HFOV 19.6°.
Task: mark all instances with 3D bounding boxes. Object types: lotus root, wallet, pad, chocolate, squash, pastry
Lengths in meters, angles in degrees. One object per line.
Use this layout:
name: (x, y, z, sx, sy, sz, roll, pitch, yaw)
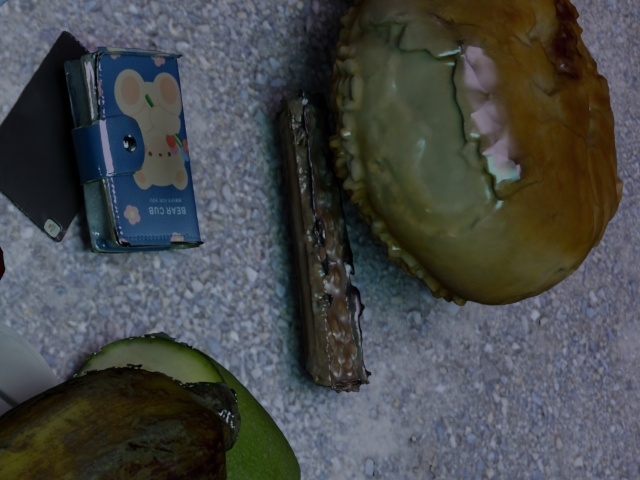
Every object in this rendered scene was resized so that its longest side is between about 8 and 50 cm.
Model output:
lotus root: (-0.218, 0.229, 1.540, 0.196, 0.179, 0.397, 46, 49, 15)
wallet: (-0.186, -0.089, 1.842, 0.141, 0.059, 0.202, -4, 85, -52)
pad: (-0.254, -0.104, 1.824, 0.116, 0.004, 0.193, 44, 54, -26)
chocolate: (-0.005, 0.001, 1.984, 0.102, 0.065, 0.329, 16, 65, -72)
squash: (-0.136, 0.217, 1.843, 0.260, 0.189, 0.189, 61, 35, -65)
pastry: (0.162, -0.124, 2.031, 0.409, 0.245, 0.410, 30, 51, -47)

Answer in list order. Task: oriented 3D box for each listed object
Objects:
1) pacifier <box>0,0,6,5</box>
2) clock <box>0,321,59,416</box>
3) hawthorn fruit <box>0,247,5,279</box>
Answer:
pacifier: (-0.392, -0.312, 1.655, 0.287, 0.238, 0.226, 32, 29, -31)
clock: (-0.330, 0.178, 1.636, 0.230, 0.083, 0.230, 13, 69, -39)
hawthorn fruit: (-0.321, 0.022, 1.686, 0.077, 0.077, 0.077, 12, 72, -40)
